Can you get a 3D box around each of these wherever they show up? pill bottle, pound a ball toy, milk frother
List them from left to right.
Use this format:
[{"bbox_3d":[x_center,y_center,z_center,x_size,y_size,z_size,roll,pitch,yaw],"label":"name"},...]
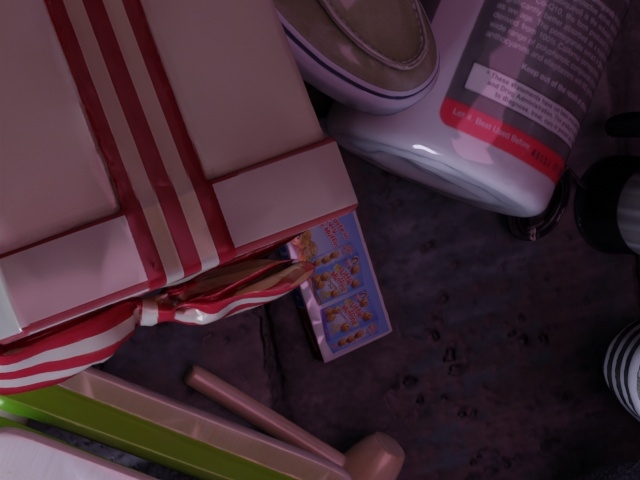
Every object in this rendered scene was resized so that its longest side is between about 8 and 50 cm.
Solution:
[{"bbox_3d":[-0.097,0.189,1.199,0.319,0.208,0.136,23,111,-14],"label":"pound a ball toy"},{"bbox_3d":[0.140,-0.192,1.239,0.176,0.176,0.318,25,85,-26],"label":"pill bottle"},{"bbox_3d":[0.241,-0.023,1.330,0.143,0.135,0.129,-37,109,-17],"label":"milk frother"}]

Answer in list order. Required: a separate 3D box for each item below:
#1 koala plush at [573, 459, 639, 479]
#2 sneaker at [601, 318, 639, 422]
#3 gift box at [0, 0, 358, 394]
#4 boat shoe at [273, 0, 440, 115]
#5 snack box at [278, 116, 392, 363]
[{"bbox_3d":[0.207,0.275,1.287,0.221,0.196,0.203,3,88,-56],"label":"koala plush"},{"bbox_3d":[0.437,0.134,1.362,0.447,0.257,0.169,16,96,-16],"label":"sneaker"},{"bbox_3d":[-0.141,-0.057,1.087,0.255,0.276,0.258,-21,89,-18],"label":"gift box"},{"bbox_3d":[-0.021,-0.212,1.087,0.109,0.094,0.302,-44,99,-28],"label":"boat shoe"},{"bbox_3d":[0.000,0.000,1.280,0.064,0.022,0.178,-24,105,-22],"label":"snack box"}]
